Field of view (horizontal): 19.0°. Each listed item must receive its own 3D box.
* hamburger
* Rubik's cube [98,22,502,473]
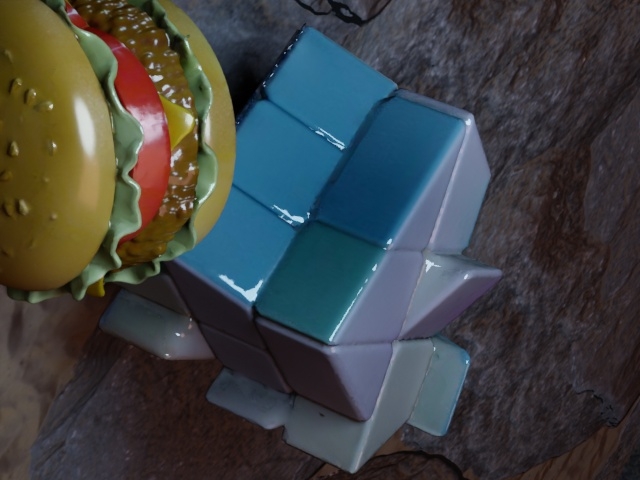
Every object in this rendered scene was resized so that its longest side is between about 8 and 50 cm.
[{"bbox_3d":[-0.221,-0.084,1.554,0.212,0.274,0.274,-16,132,-51],"label":"hamburger"},{"bbox_3d":[0.000,0.000,1.873,0.387,0.358,0.368,-55,152,-20],"label":"Rubik's cube"}]
